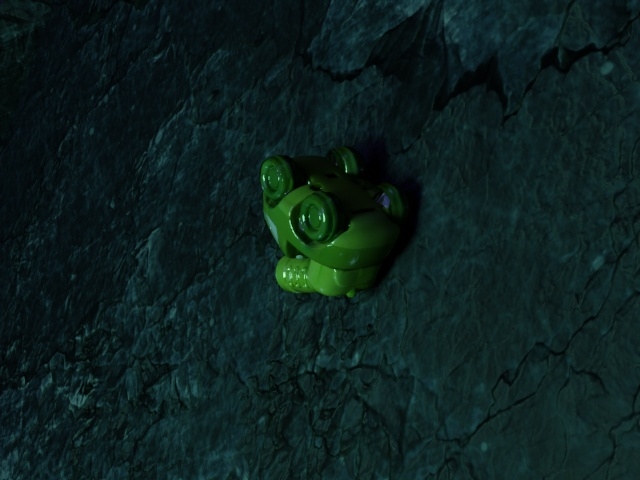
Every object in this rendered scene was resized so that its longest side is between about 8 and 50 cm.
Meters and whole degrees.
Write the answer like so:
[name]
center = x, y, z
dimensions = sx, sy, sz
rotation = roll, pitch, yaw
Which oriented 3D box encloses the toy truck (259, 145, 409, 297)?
[toy truck]
center = 0.011, -0.006, 1.249
dimensions = 0.187, 0.148, 0.211
rotation = 27, 119, 49
